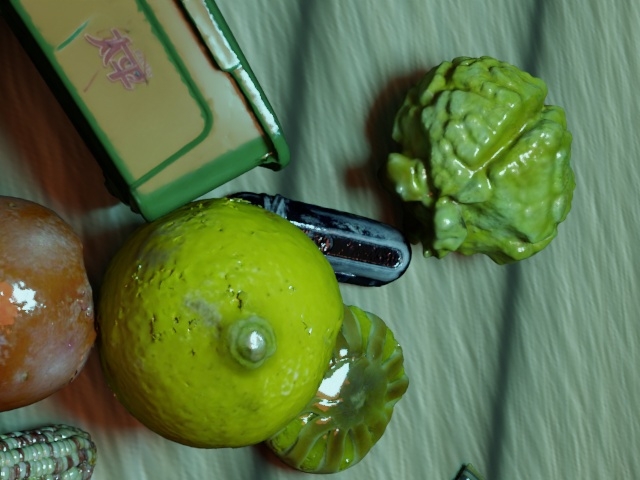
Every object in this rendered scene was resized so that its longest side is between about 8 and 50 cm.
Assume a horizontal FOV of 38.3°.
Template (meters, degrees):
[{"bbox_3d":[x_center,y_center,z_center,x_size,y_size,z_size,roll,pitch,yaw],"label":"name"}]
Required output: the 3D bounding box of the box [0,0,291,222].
[{"bbox_3d":[-0.195,-0.184,0.920,0.178,0.253,0.329,-32,107,-11],"label":"box"}]

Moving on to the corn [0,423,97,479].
[{"bbox_3d":[-0.313,0.226,0.901,0.237,0.079,0.079,12,85,-66],"label":"corn"}]

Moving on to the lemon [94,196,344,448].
[{"bbox_3d":[-0.102,0.083,0.943,0.258,0.310,0.258,0,88,-12],"label":"lemon"}]

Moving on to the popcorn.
[{"bbox_3d":[0.197,-0.095,1.152,0.270,0.224,0.258,12,94,-36],"label":"popcorn"}]

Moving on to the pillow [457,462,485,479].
[{"bbox_3d":[0.182,0.419,1.266,0.113,0.038,0.203,47,70,-22],"label":"pillow"}]

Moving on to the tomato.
[{"bbox_3d":[-0.317,0.061,0.874,0.184,0.208,0.208,-7,96,-25],"label":"tomato"}]

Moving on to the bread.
[{"bbox_3d":[0.016,0.180,1.127,0.213,0.105,0.213,-1,91,-27],"label":"bread"}]

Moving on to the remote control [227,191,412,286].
[{"bbox_3d":[0.000,0.000,1.128,0.266,0.066,0.090,13,82,-30],"label":"remote control"}]
